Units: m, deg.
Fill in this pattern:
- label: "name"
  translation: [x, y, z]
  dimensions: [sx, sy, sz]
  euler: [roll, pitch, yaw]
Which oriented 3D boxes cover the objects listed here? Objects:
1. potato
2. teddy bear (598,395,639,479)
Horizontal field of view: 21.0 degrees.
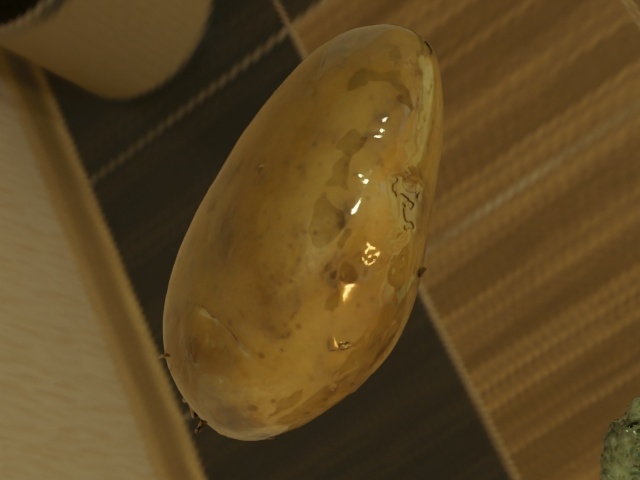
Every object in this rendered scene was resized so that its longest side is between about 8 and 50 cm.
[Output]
- label: "potato"
  translation: [-0.002, -0.001, 0.961]
  dimensions: [0.161, 0.128, 0.234]
  euler: [-8, 64, 54]
- label: "teddy bear"
  translation: [0.206, 0.193, 0.957]
  dimensions: [0.111, 0.213, 0.133]
  euler: [-38, 47, -9]
